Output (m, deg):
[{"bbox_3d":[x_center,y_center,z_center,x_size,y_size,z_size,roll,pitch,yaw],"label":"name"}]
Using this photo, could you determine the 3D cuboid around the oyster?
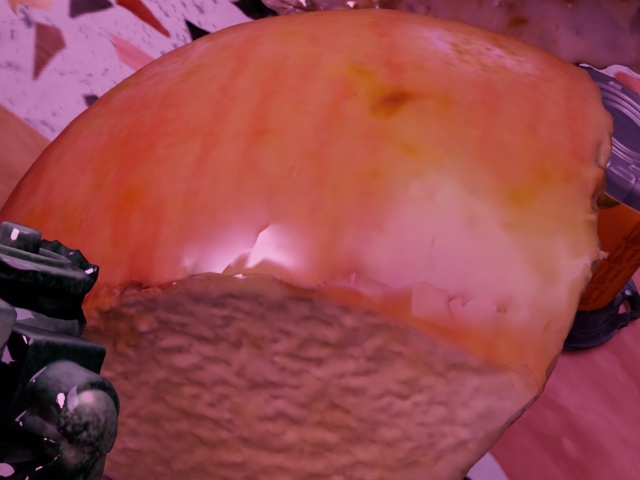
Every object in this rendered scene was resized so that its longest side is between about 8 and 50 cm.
[{"bbox_3d":[0.081,-0.184,1.119,0.337,0.198,0.133,6,50,17],"label":"oyster"}]

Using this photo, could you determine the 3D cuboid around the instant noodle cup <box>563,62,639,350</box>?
[{"bbox_3d":[0.161,-0.033,1.094,0.208,0.125,0.177,15,41,-32],"label":"instant noodle cup"}]

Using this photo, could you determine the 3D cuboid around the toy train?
[{"bbox_3d":[-0.197,0.020,0.632,0.269,0.115,0.154,26,5,32],"label":"toy train"}]

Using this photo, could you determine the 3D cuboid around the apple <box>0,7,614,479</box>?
[{"bbox_3d":[0.000,0.000,0.861,0.309,0.314,0.252,-77,155,-47],"label":"apple"}]
